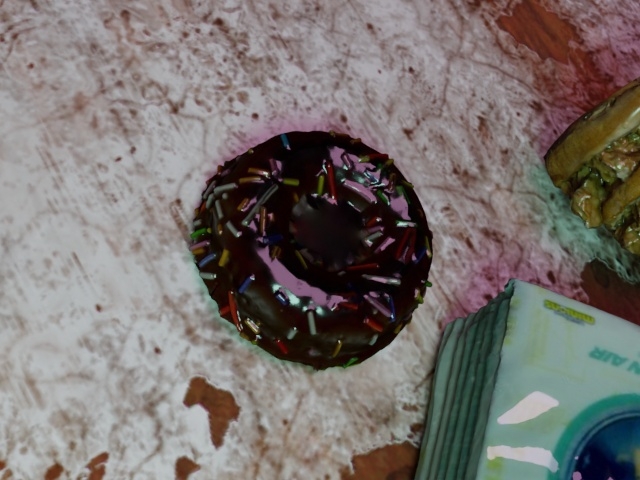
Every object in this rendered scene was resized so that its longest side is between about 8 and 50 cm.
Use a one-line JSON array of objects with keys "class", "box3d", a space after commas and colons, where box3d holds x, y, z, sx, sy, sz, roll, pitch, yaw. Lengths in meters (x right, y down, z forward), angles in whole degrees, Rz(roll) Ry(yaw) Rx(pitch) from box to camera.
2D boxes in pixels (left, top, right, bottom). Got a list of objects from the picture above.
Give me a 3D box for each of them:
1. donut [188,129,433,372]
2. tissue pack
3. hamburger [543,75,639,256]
[{"class": "donut", "box3d": [0.000, 0.000, 0.846, 0.235, 0.089, 0.235, 9, 65, -20]}, {"class": "tissue pack", "box3d": [0.218, 0.258, 0.764, 0.287, 0.162, 0.388, 21, 60, -6]}, {"class": "hamburger", "box3d": [0.388, -0.088, 0.974, 0.211, 0.245, 0.260, 52, 20, 16]}]
